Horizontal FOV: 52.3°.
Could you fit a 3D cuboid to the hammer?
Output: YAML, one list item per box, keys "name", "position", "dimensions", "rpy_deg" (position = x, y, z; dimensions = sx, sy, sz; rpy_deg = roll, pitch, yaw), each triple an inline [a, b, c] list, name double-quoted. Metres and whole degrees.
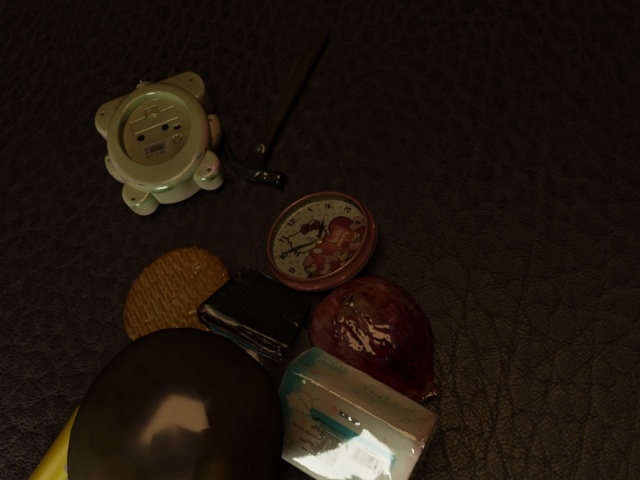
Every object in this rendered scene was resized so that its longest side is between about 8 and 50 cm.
- name: "hammer"
  position: [-0.080, -0.331, 1.550]
  dimensions: [0.168, 0.044, 0.439]
  rpy_deg: [19, 70, 16]

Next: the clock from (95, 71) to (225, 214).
- name: "clock"
  position: [-0.366, -0.226, 1.521]
  dimensions: [0.284, 0.114, 0.309]
  rpy_deg: [-20, 66, -1]

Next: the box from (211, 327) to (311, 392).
- name: "box"
  position: [-0.179, 0.289, 1.281]
  dimensions: [0.205, 0.051, 0.365]
  rpy_deg: [36, 77, 23]

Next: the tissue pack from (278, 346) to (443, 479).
- name: "tissue pack"
  position: [0.051, 0.332, 1.141]
  dimensions: [0.271, 0.201, 0.124]
  rpy_deg: [26, 29, 20]

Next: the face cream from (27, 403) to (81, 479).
- name: "face cream"
  position: [-0.512, 0.453, 1.255]
  dimensions: [0.078, 0.078, 0.273]
  rpy_deg: [26, 73, 20]

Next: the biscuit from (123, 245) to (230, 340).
- name: "biscuit"
  position: [-0.301, 0.124, 1.367]
  dimensions: [0.254, 0.035, 0.253]
  rpy_deg: [-10, 55, 15]

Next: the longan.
- name: "longan"
  position: [-0.224, 0.338, 1.038]
  dimensions: [0.336, 0.404, 0.404]
  rpy_deg: [10, 61, -29]

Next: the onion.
- name: "onion"
  position: [0.124, 0.185, 1.225]
  dimensions: [0.283, 0.120, 0.227]
  rpy_deg: [42, 66, 16]

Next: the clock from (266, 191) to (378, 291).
- name: "clock"
  position: [0.001, 0.001, 1.362]
  dimensions: [0.245, 0.056, 0.244]
  rpy_deg: [-11, 54, 16]

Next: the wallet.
- name: "wallet"
  position: [-0.110, 0.125, 1.195]
  dimensions: [0.169, 0.317, 0.044]
  rpy_deg: [29, 101, 1]
